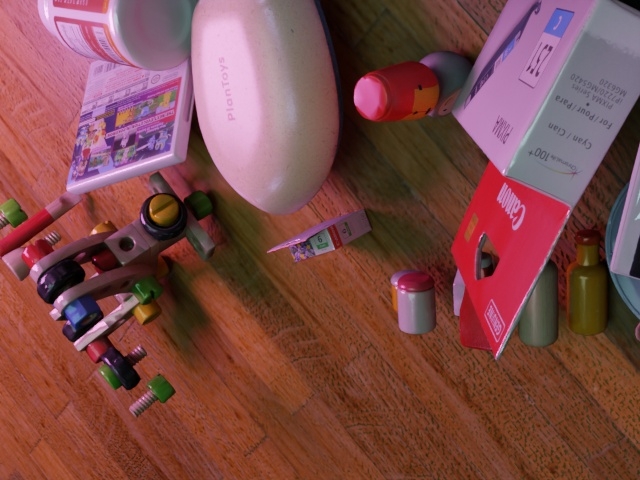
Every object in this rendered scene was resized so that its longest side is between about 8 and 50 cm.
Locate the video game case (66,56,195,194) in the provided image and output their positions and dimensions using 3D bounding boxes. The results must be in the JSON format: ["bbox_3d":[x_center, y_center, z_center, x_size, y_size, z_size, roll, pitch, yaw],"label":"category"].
[{"bbox_3d":[-0.224,-0.159,1.220,0.201,0.023,0.183,-12,63,38],"label":"video game case"}]

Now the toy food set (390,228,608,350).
[{"bbox_3d":[0.167,0.040,1.028,0.232,0.111,0.104,7,112,32],"label":"toy food set"}]

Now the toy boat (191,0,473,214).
[{"bbox_3d":[0.003,-0.156,1.062,0.318,0.148,0.267,8,108,42],"label":"toy boat"}]

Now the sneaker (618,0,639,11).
[{"bbox_3d":[0.274,-0.265,0.839,0.097,0.084,0.235,19,119,30],"label":"sneaker"}]

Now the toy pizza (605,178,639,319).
[{"bbox_3d":[0.362,0.010,0.924,0.201,0.032,0.201,14,115,31],"label":"toy pizza"}]

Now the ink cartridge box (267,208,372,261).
[{"bbox_3d":[0.000,0.000,1.129,0.063,0.115,0.029,-18,97,40],"label":"ink cartridge box"}]

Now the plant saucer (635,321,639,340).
[{"bbox_3d":[0.427,0.018,0.810,0.258,0.048,0.259,20,124,-7],"label":"plant saucer"}]

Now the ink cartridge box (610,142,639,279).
[{"bbox_3d":[0.288,-0.104,0.744,0.065,0.332,0.165,15,119,20],"label":"ink cartridge box"}]

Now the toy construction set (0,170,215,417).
[{"bbox_3d":[-0.265,0.010,1.310,0.309,0.237,0.257,38,160,34],"label":"toy construction set"}]

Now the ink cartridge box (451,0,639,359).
[{"bbox_3d":[0.155,-0.077,0.832,0.066,0.296,0.261,24,104,-6],"label":"ink cartridge box"}]

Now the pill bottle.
[{"bbox_3d":[-0.239,-0.268,1.173,0.216,0.121,0.121,20,121,47],"label":"pill bottle"}]
